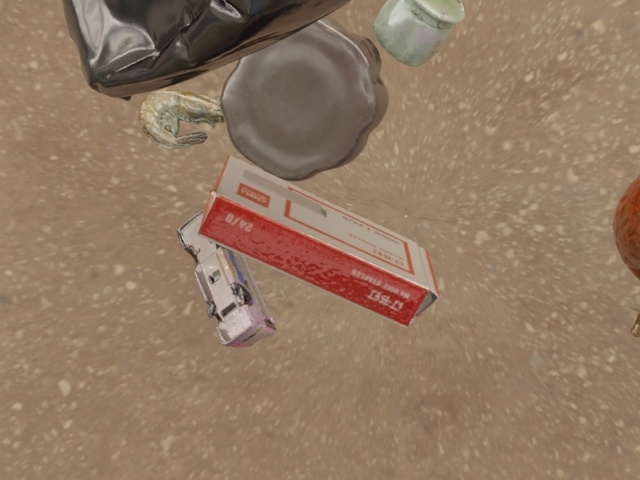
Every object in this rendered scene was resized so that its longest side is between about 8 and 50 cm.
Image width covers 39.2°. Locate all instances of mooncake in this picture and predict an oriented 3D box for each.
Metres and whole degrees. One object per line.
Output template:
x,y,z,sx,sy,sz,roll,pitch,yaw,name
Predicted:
-0.023,-0.259,1.618,0.306,0.154,0.306,5,105,19,mooncake

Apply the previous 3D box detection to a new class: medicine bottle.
0.200,-0.451,1.829,0.147,0.147,0.143,45,132,3,medicine bottle

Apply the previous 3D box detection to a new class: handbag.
-0.104,-0.278,0.704,0.178,0.275,0.302,-17,89,-34,handbag

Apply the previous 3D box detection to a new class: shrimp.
-0.270,-0.247,1.884,0.223,0.047,0.126,9,93,-2,shrimp

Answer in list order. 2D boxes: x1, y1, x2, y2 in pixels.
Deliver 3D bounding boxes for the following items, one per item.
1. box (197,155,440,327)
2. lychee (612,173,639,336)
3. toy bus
0.000,0.001,0.863,0.229,0.123,0.050,25,111,-8,box
0.494,-0.001,1.147,0.255,0.255,0.300,42,93,3,lychee
-0.176,0.075,1.707,0.090,0.112,0.274,-34,61,16,toy bus
